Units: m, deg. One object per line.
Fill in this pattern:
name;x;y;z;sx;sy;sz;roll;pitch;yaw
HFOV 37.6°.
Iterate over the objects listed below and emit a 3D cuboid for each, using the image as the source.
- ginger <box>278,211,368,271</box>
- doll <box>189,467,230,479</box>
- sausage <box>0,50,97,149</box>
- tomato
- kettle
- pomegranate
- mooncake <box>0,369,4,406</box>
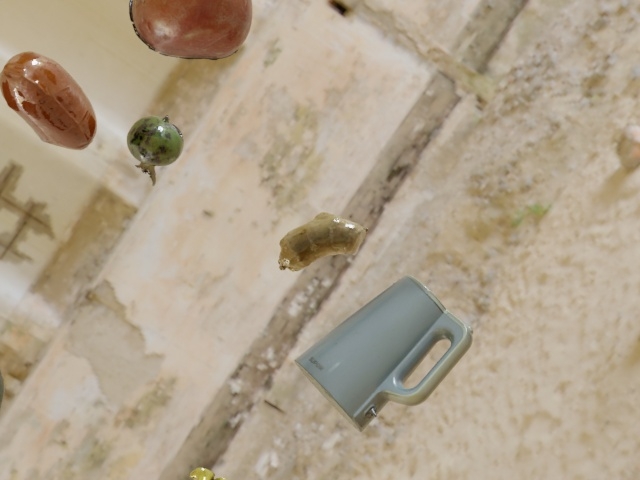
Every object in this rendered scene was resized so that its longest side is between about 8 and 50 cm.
ginger;0.001;0.002;1.832;0.190;0.095;0.069;-23;18;-4
doll;-0.238;0.571;1.729;0.117;0.141;0.296;-12;48;49
sausage;-0.517;-0.266;1.814;0.133;0.133;0.258;-60;-26;-17
tomato;-0.214;-0.424;1.653;0.214;0.180;0.155;-13;-11;-28
kettle;0.111;0.186;1.534;0.243;0.160;0.210;-42;40;-8
pomegranate;-0.356;-0.193;2.000;0.122;0.122;0.161;-81;9;-64
mooncake;-0.829;0.312;1.882;0.194;0.356;0.356;-36;21;35
